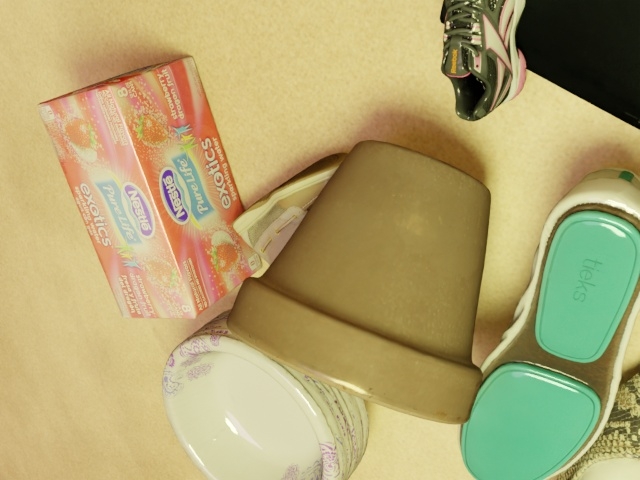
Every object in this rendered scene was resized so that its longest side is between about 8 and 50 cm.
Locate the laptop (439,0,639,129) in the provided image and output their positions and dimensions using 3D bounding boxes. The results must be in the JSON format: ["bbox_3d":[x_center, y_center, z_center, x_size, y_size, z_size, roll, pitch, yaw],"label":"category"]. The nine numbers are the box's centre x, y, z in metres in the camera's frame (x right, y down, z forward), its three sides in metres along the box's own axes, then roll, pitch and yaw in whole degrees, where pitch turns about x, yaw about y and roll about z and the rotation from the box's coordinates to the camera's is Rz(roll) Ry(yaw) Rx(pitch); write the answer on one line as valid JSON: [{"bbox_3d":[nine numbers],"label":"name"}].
[{"bbox_3d":[0.253,-0.266,0.641,0.234,0.136,0.264,33,103,15],"label":"laptop"}]

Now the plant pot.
[{"bbox_3d":[0.067,0.030,0.772,0.263,0.263,0.229,22,89,23],"label":"plant pot"}]

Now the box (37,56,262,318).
[{"bbox_3d":[-0.211,-0.063,0.975,0.142,0.154,0.300,-4,111,36],"label":"box"}]

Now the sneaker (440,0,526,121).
[{"bbox_3d":[0.139,-0.183,0.681,0.072,0.077,0.178,16,142,43],"label":"sneaker"}]

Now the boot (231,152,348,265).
[{"bbox_3d":[0.000,0.000,0.917,0.213,0.077,0.165,-30,95,46],"label":"boot"}]

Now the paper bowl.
[{"bbox_3d":[-0.065,0.220,1.033,0.284,0.148,0.284,16,123,26],"label":"paper bowl"}]

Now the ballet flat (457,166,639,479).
[{"bbox_3d":[0.246,0.099,0.771,0.139,0.139,0.400,26,131,21],"label":"ballet flat"}]

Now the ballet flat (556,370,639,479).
[{"bbox_3d":[0.300,0.342,0.829,0.164,0.182,0.483,32,128,17],"label":"ballet flat"}]
